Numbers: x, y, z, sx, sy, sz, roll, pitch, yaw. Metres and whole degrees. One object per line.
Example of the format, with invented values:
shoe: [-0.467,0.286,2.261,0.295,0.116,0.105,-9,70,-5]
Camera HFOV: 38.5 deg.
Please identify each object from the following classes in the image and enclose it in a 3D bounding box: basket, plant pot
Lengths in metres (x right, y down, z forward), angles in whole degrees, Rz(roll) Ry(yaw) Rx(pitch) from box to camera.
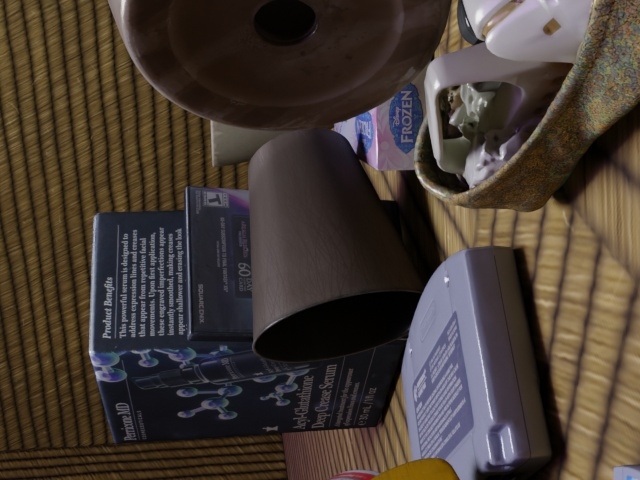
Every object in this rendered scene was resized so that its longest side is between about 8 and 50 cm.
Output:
basket: [0.000,0.000,1.035,0.154,0.204,0.227,89,167,-60]
plant pot: [-0.033,-0.237,0.596,0.323,0.323,0.280,99,169,-58]

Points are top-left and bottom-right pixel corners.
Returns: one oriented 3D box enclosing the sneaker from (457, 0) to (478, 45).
sneaker: [0.129,-0.213,0.693,0.089,0.051,0.170,146,117,-82]

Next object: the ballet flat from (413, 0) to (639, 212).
ballet flat: [0.122,-0.110,0.506,0.348,0.123,0.123,105,161,-67]

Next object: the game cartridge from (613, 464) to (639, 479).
game cartridge: [0.183,0.154,0.500,0.083,0.017,0.056,-172,84,-83]

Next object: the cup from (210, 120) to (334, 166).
cup: [-0.051,-0.280,1.371,0.331,0.236,0.331,177,90,-83]

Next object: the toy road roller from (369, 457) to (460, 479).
toy road roller: [0.044,0.323,0.601,0.329,0.240,0.203,-103,-7,-73]

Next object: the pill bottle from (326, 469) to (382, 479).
pill bottle: [-0.025,0.315,0.766,0.283,0.161,0.161,-16,-71,-51]

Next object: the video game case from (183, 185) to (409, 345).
video game case: [-0.026,0.031,1.110,0.026,0.274,0.196,119,150,-57]

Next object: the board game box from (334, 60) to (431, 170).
board game box: [0.067,-0.258,1.108,0.319,0.065,0.318,-126,34,-78]

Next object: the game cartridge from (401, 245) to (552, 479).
game cartridge: [0.126,0.131,0.812,0.294,0.060,0.196,102,161,-63]

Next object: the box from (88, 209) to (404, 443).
box: [-0.102,0.119,1.269,0.294,0.395,0.212,97,169,-56]
